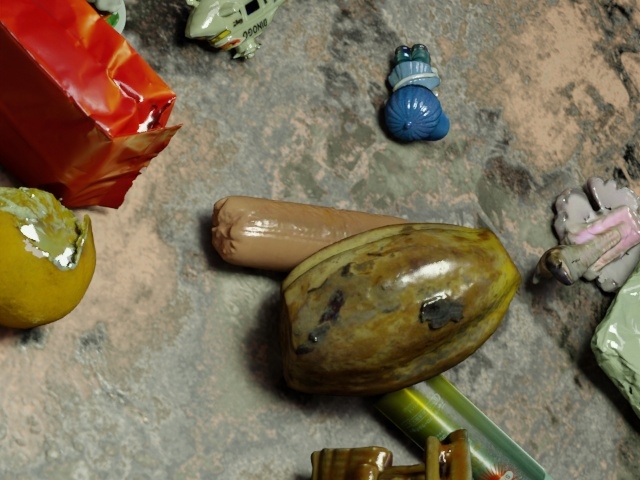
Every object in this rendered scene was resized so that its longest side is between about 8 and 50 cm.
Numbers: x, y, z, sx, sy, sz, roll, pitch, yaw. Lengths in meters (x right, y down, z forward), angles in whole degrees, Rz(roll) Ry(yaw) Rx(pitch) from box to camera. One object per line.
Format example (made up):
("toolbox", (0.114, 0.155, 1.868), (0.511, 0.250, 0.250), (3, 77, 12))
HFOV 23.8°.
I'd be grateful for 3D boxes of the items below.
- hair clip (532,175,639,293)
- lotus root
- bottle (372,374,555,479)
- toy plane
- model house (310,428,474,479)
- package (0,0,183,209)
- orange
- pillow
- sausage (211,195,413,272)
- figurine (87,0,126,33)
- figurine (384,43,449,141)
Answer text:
("hair clip", (0.366, 0.010, 2.073), (0.300, 0.069, 0.173), (-24, 84, -53))
("lotus root", (0.086, 0.063, 1.710), (0.291, 0.193, 0.193), (-15, 72, -7))
("bottle", (0.189, 0.255, 1.798), (0.286, 0.082, 0.082), (42, 48, -9))
("toy plane", (-0.069, -0.305, 1.935), (0.286, 0.092, 0.108), (-38, 111, -42))
("model house", (0.056, 0.312, 1.601), (0.229, 0.219, 0.199), (-9, 81, 5))
("package", (-0.338, -0.216, 1.611), (0.423, 0.196, 0.123), (49, 48, -1))
("orange", (-0.301, 0.014, 1.550), (0.156, 0.134, 0.156), (16, 66, -42))
("pillow", (0.496, 0.151, 2.060), (0.280, 0.076, 0.274), (54, 48, -15))
("sausage", (0.001, 0.001, 1.805), (0.289, 0.086, 0.086), (8, 61, -34))
("figurine", (-0.257, -0.312, 1.750), (0.132, 0.154, 0.132), (17, 56, -27))
("figurine", (0.128, -0.197, 2.020), (0.086, 0.087, 0.149), (-2, 58, 5))
